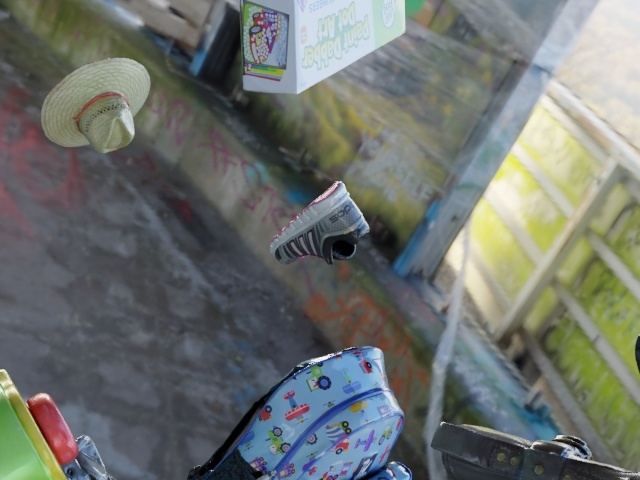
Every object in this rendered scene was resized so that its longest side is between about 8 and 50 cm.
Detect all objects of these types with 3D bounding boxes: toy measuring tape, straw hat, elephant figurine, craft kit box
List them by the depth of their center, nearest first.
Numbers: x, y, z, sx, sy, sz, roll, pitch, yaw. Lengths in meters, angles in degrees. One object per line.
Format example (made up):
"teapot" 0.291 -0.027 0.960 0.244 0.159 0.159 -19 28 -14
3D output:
"craft kit box" 0.006 -0.272 0.858 0.061 0.247 0.250 11 27 22
"toy measuring tape" -0.311 0.136 0.922 0.330 0.121 0.121 58 29 8
"straw hat" -0.243 -0.134 1.161 0.144 0.144 0.061 -1 52 -50
"elephant figurine" -0.455 0.444 1.880 0.186 0.239 0.169 2 43 42

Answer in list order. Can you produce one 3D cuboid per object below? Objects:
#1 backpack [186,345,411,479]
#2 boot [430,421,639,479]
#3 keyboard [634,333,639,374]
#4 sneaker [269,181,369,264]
"backpack" 0.002 0.172 0.824 0.158 0.173 0.117 -2 44 -52
"boot" 0.221 0.190 0.703 0.229 0.091 0.263 6 -27 41
"keyboard" 0.537 0.224 1.258 0.317 0.033 0.201 19 -31 51
"sneaker" 0.000 0.000 1.157 0.075 0.170 0.063 49 55 1
